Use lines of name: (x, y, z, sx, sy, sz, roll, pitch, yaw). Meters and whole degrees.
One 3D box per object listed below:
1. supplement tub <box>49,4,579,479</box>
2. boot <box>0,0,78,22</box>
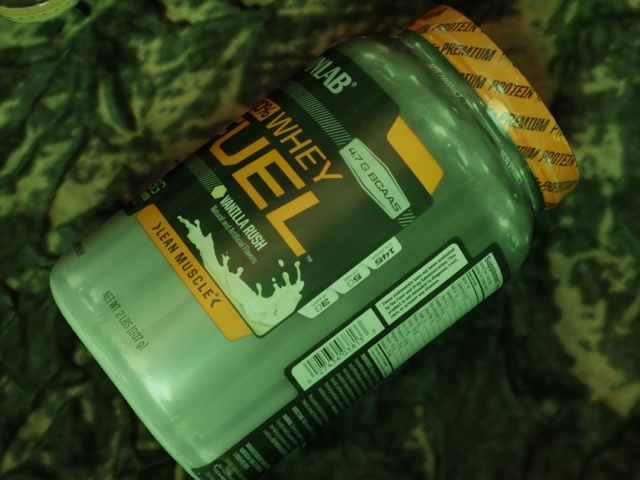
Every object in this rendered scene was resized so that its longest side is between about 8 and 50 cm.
supplement tub: (0.000, 0.000, 0.674, 0.190, 0.117, 0.117, -38, 68, -4)
boot: (-0.169, -0.238, 0.746, 0.090, 0.207, 0.248, -15, 68, 6)
